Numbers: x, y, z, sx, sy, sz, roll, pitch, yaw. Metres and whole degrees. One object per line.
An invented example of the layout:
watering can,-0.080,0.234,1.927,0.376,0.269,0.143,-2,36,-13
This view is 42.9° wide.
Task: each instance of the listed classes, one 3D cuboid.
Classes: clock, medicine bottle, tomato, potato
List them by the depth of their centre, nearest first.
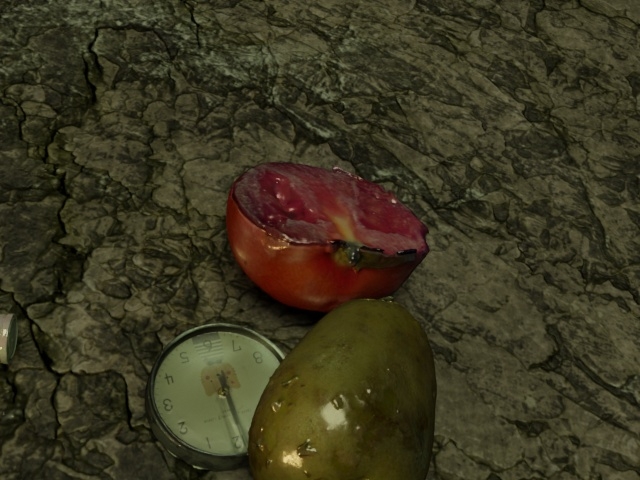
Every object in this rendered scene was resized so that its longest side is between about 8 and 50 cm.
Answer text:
potato,0.053,0.239,1.140,0.219,0.270,0.359,-10,24,32
medicine bottle,-0.552,0.135,1.160,0.218,0.074,0.074,4,53,-10
clock,-0.147,0.227,1.211,0.226,0.049,0.226,7,52,-9
tomato,0.003,0.004,1.349,0.334,0.176,0.290,6,32,-16
